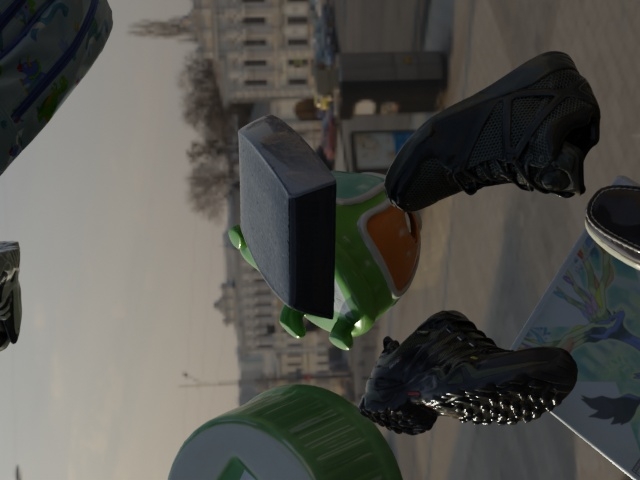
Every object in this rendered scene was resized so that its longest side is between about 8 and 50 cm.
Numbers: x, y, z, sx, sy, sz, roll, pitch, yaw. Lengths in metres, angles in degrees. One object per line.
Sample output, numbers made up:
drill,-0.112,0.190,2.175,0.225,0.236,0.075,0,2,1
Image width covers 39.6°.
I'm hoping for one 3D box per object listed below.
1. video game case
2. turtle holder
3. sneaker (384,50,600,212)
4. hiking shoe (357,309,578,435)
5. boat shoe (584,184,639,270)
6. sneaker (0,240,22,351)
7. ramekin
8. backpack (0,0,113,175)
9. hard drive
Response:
video game case,0.429,0.130,1.161,0.300,0.036,0.329,39,114,31
turtle holder,0.014,0.014,1.351,0.243,0.227,0.320,51,157,-5
sneaker,0.173,-0.078,0.873,0.087,0.227,0.130,46,-162,-51
hiking shoe,0.129,0.108,0.819,0.086,0.227,0.114,36,-128,-35
boat shoe,0.396,-0.003,0.899,0.103,0.285,0.092,-54,-39,-8
sneaker,-0.413,0.083,1.088,0.235,0.094,0.153,-167,74,-71
ramekin,-0.055,0.345,1.136,0.148,0.303,0.303,-2,-90,-57
backpack,-0.391,-0.230,0.988,0.355,0.290,0.273,-47,-39,-41
hard drive,-0.043,-0.034,0.991,0.255,0.054,0.172,-128,36,-61
